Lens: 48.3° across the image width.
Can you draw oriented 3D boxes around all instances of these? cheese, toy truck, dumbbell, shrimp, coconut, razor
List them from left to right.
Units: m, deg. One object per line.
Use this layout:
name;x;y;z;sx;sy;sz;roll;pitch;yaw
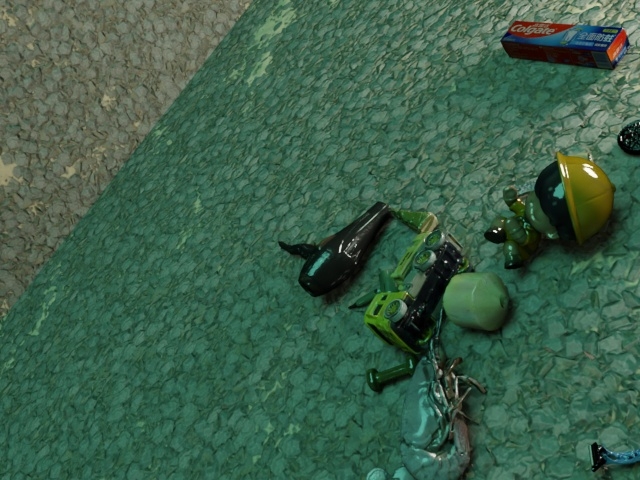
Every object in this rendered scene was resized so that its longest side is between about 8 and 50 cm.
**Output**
dumbbell;0.154;0.278;1.494;0.117;0.046;0.052;-24;48;24
toy truck;0.201;0.104;1.535;0.157;0.124;0.272;-7;44;57
shrimp;0.229;0.288;1.350;0.145;0.116;0.343;-5;63;26
coconut;0.321;0.120;1.429;0.122;0.116;0.116;3;59;49
cheese;0.499;-0.129;1.547;0.192;0.037;0.097;-16;46;30
razor;0.548;0.308;1.121;0.253;0.042;0.082;-29;1;18

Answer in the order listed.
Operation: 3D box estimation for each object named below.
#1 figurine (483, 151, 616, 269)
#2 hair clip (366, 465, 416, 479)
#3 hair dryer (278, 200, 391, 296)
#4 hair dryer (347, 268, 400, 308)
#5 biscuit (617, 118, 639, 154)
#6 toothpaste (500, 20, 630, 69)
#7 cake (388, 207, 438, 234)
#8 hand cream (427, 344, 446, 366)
figurine;0.461;-0.058;1.426;0.257;0.167;0.193;-41;47;42
hair clip;0.128;0.529;1.284;0.146;0.075;0.257;-22;38;23
hair dryer;0.000;0.000;1.855;0.304;0.120;0.359;-50;29;-18
hair dryer;0.120;0.128;1.662;0.150;0.047;0.071;-30;42;28
biscuit;0.663;-0.214;1.483;0.089;0.027;0.087;10;65;47
toothpaste;0.593;-0.484;1.753;0.076;0.066;0.320;-53;40;-9
cake;0.214;-0.044;1.718;0.140;0.051;0.055;12;67;49
hand cream;0.222;0.290;1.440;0.057;0.037;0.165;-3;61;41
